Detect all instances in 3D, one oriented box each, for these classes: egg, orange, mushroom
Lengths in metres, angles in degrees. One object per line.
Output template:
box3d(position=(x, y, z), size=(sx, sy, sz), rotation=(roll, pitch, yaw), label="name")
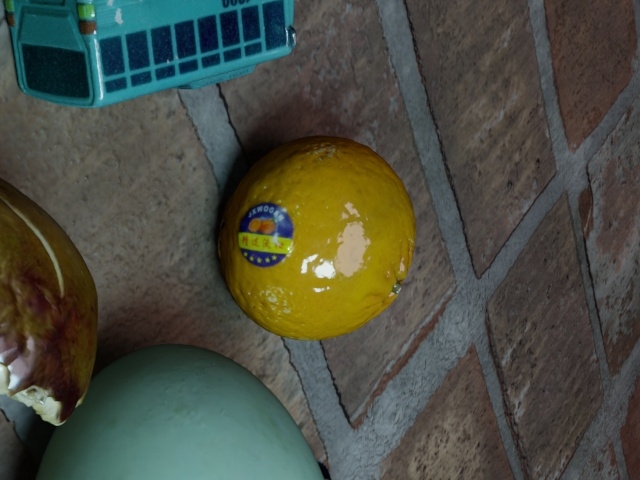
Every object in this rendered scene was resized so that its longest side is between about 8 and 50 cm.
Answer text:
box3d(position=(-0.119, 0.282, 0.968), size=(0.276, 0.276, 0.389), rotation=(17, 59, -53), label="egg")
box3d(position=(-0.001, -0.002, 1.153), size=(0.219, 0.193, 0.219), rotation=(6, 90, -70), label="orange")
box3d(position=(-0.302, 0.073, 0.802), size=(0.301, 0.208, 0.233), rotation=(-34, 85, -31), label="mushroom")

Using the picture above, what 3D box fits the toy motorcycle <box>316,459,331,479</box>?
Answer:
box3d(position=(-0.060, 0.344, 1.218), size=(0.274, 0.124, 0.187), rotation=(1, 89, -53), label="toy motorcycle")

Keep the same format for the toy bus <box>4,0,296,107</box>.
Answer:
box3d(position=(-0.139, -0.204, 0.963), size=(0.256, 0.128, 0.147), rotation=(-24, 120, -45), label="toy bus")
